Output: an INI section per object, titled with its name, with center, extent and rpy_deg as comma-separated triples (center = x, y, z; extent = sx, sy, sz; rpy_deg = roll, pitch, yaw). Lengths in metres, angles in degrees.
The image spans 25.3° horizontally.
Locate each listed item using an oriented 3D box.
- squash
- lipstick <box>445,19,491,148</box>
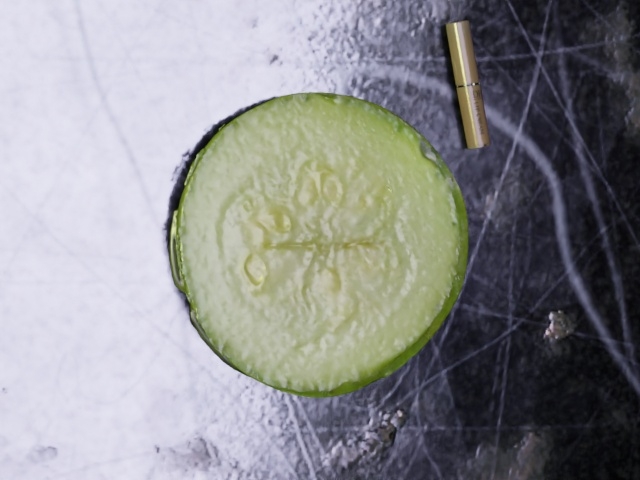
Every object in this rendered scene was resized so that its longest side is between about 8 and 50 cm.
[squash]
center = 0.001, 0.000, 1.019
extent = 0.219, 0.041, 0.219
rpy_deg = -1, 94, -14
[lipstick]
center = 0.109, -0.115, 1.049
extent = 0.019, 0.019, 0.094
rpy_deg = -13, 97, -13
